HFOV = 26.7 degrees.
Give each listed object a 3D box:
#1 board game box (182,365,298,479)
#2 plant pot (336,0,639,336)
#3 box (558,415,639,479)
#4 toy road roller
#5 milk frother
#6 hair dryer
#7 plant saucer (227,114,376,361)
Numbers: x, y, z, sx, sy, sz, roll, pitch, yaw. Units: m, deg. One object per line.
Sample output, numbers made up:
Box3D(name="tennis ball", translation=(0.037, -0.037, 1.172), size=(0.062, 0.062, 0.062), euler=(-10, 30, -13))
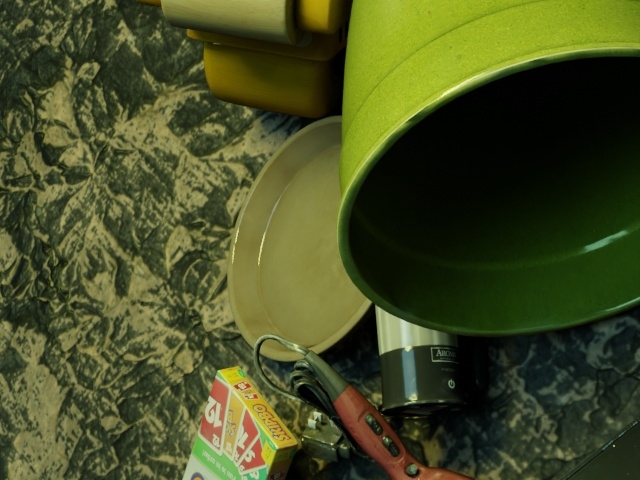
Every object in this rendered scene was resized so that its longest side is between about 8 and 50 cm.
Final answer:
Box3D(name="board game box", translation=(-0.101, 0.273, 1.445), size=(0.124, 0.039, 0.259), euler=(47, 133, 39))
Box3D(name="plant pot", translation=(0.172, -0.160, 1.221), size=(0.366, 0.366, 0.353), euler=(-34, 46, 28))
Box3D(name="box", translation=(0.319, 0.235, 1.152), size=(0.184, 0.045, 0.191), euler=(-42, 54, 21))
Box3D(name="toy road roller", translation=(-0.054, -0.236, 1.435), size=(0.202, 0.329, 0.241), euler=(11, 113, 13))
Box3D(name="milk frother", translation=(0.081, 0.109, 1.333), size=(0.143, 0.129, 0.135), euler=(-14, 71, 31))
Box3D(name="hair dryer", translation=(0.061, 0.214, 1.264), size=(0.293, 0.224, 0.080), euler=(24, 68, 30))
Box3D(name="plant saucer", translation=(0.000, 0.000, 1.465), size=(0.278, 0.041, 0.278), euler=(-25, 55, 41))
